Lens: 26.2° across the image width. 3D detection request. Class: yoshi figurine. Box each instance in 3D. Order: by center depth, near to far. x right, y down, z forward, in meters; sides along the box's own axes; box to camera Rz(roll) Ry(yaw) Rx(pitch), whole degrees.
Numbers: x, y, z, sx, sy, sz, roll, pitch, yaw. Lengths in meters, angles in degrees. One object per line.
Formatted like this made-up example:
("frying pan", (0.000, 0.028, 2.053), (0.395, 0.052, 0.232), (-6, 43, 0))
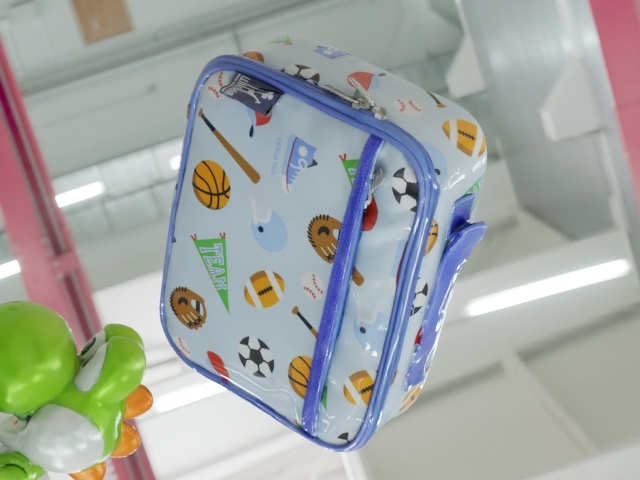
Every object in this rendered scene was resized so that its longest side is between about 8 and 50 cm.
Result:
("yoshi figurine", (-0.330, 0.197, 1.328), (0.362, 0.203, 0.203), (-48, -124, 3))

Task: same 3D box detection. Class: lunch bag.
("lunch bag", (0.000, 0.000, 1.065), (0.243, 0.303, 0.115), (30, -145, 28))
